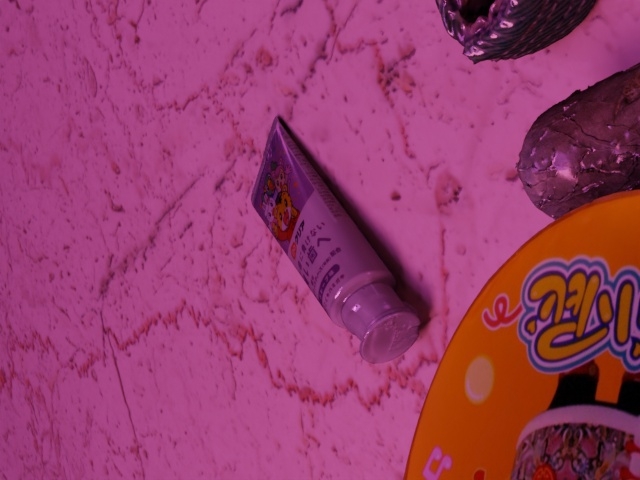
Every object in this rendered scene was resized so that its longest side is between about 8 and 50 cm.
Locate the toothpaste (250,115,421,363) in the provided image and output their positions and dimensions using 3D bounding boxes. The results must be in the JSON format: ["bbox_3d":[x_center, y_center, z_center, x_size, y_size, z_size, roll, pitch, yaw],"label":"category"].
[{"bbox_3d":[0.000,0.000,1.233,0.299,0.073,0.114,54,139,41],"label":"toothpaste"}]

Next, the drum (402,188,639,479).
[{"bbox_3d":[0.240,0.185,0.707,0.431,0.214,0.431,-36,47,52],"label":"drum"}]

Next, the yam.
[{"bbox_3d":[0.234,-0.077,0.844,0.183,0.107,0.107,-22,83,52],"label":"yam"}]

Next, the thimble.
[{"bbox_3d":[0.148,-0.211,0.931,0.118,0.090,0.135,59,144,27],"label":"thimble"}]
